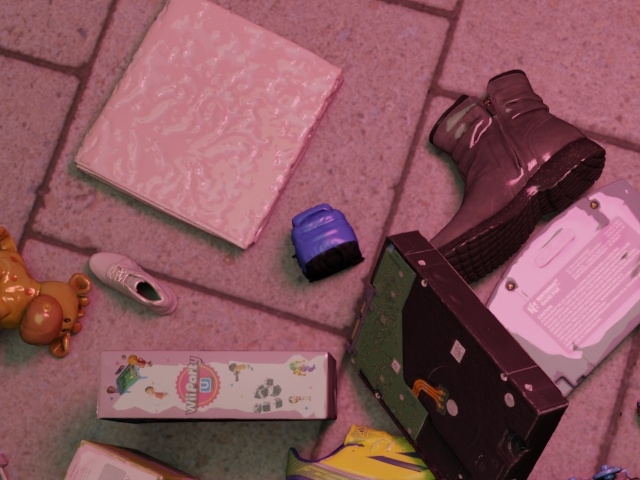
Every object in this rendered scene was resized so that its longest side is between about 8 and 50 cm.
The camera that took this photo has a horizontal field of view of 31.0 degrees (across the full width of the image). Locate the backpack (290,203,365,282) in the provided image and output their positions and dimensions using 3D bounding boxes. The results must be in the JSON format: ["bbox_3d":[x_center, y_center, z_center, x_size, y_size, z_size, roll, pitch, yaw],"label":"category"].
[{"bbox_3d":[0.000,0.000,1.693,0.098,0.120,0.101,-29,77,-2],"label":"backpack"}]

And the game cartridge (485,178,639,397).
[{"bbox_3d":[0.388,0.060,1.688,0.297,0.062,0.198,-43,74,-6],"label":"game cartridge"}]

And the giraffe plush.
[{"bbox_3d":[-0.438,0.100,1.701,0.171,0.181,0.210,24,45,-1],"label":"giraffe plush"}]

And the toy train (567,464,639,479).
[{"bbox_3d":[0.357,0.368,1.592,0.184,0.105,0.080,-17,69,0],"label":"toy train"}]

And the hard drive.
[{"bbox_3d":[0.168,0.179,1.537,0.064,0.236,0.339,-11,45,-33],"label":"hard drive"}]

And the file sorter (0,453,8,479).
[{"bbox_3d":[-0.558,0.435,1.601,0.278,0.193,0.173,-29,79,-3],"label":"file sorter"}]

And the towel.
[{"bbox_3d":[-0.170,-0.190,1.784,0.317,0.053,0.331,27,81,9],"label":"towel"}]

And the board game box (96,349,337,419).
[{"bbox_3d":[-0.133,0.205,1.605,0.304,0.224,0.097,0,80,4],"label":"board game box"}]

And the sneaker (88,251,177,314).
[{"bbox_3d":[-0.285,0.058,1.732,0.152,0.061,0.053,28,83,11],"label":"sneaker"}]

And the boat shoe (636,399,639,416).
[{"bbox_3d":[0.533,0.269,1.622,0.183,0.066,0.066,14,80,7],"label":"boat shoe"}]

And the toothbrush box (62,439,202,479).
[{"bbox_3d":[-0.275,0.389,1.541,0.122,0.283,0.206,23,80,8],"label":"toothbrush box"}]

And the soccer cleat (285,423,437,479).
[{"bbox_3d":[0.090,0.309,1.633,0.289,0.093,0.121,-13,71,1],"label":"soccer cleat"}]

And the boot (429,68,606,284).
[{"bbox_3d":[0.228,-0.089,1.697,0.338,0.118,0.222,-35,58,-12],"label":"boot"}]
